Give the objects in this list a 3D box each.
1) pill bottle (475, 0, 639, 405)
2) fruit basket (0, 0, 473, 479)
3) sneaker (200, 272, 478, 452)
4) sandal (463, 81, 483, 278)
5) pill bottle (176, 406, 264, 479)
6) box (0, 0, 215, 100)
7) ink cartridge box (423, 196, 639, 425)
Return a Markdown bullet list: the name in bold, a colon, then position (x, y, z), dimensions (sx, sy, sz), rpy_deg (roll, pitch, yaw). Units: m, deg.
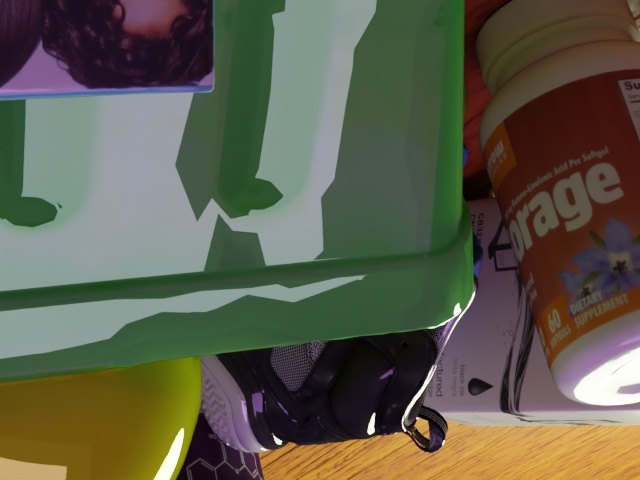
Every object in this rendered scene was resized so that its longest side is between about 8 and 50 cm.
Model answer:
- **pill bottle**: position (0.156, -0.029, 0.834), dimensions (0.121, 0.216, 0.121), rpy_deg (-12, 155, -6)
- **fruit basket**: position (-0.134, -0.014, 0.621), dimensions (0.392, 0.283, 0.392), rpy_deg (-13, 141, -11)
- **sneaker**: position (0.000, 0.000, 0.802), dimensions (0.153, 0.101, 0.269), rpy_deg (4, 122, 24)
- **sandal**: position (0.018, 0.024, 0.973), dimensions (0.126, 0.138, 0.317), rpy_deg (-9, 157, -17)
- **pill bottle**: position (-0.125, 0.143, 0.917), dimensions (0.181, 0.323, 0.181), rpy_deg (-12, 156, -5)
- **box**: position (-0.085, -0.161, 0.407), dimensions (0.100, 0.244, 0.060), rpy_deg (-5, -169, -21)
- **ink cartridge box**: position (0.160, 0.045, 1.002), dimensions (0.203, 0.148, 0.086), rpy_deg (-8, 163, 45)
